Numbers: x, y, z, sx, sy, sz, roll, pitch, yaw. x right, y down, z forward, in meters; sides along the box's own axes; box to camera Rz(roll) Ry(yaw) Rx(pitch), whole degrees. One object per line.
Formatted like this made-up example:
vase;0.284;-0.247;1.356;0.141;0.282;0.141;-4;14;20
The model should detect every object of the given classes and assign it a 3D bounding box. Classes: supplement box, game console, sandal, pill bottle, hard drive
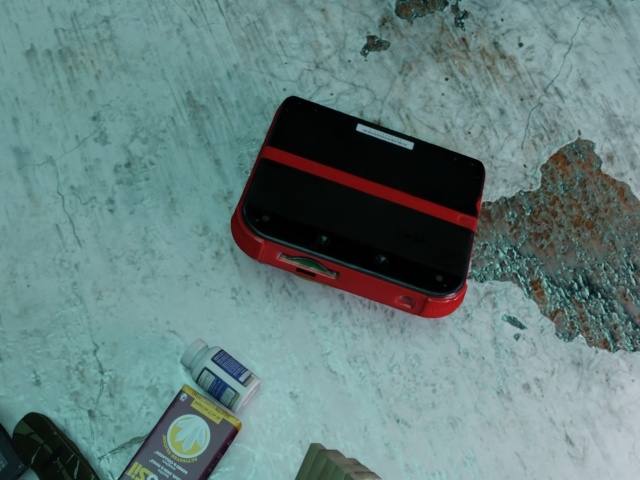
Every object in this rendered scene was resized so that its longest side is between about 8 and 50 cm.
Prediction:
supplement box;-0.212;0.324;1.211;0.104;0.081;0.188;32;72;8
game console;0.073;-0.063;1.333;0.386;0.060;0.342;19;50;-2
sandal;-0.383;0.349;1.209;0.090;0.060;0.219;-45;63;-7
pill bottle;-0.157;0.208;1.264;0.120;0.067;0.067;37;72;10
hard drive;-0.505;0.348;1.197;0.135;0.022;0.094;-44;64;-6

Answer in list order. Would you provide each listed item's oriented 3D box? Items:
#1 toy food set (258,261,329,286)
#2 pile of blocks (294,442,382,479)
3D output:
toy food set;0.000;0.000;1.346;0.217;0.071;0.128;14;70;2
pile of blocks;0.021;0.481;1.170;0.112;0.148;0.363;17;75;-43
